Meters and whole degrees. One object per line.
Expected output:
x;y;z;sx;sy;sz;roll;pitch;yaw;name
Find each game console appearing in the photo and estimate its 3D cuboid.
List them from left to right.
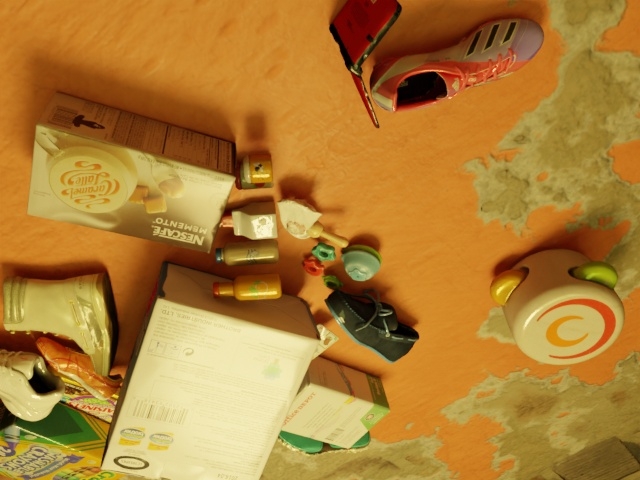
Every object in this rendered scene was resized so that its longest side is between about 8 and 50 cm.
0.065;-0.231;0.660;0.085;0.144;0.124;27;120;-28;game console

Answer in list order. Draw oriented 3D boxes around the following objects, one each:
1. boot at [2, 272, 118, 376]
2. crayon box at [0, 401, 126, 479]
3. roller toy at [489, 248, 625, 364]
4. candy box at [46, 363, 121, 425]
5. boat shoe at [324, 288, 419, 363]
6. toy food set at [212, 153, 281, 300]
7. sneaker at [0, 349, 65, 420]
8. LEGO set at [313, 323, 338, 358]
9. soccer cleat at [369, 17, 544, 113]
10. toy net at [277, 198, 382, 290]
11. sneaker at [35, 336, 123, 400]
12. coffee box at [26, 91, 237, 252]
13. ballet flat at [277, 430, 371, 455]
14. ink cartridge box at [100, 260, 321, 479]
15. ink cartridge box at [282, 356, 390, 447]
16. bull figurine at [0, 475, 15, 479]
-0.437;0.146;0.923;0.165;0.077;0.213;0;123;-11;boot
-0.529;0.434;1.117;0.203;0.083;0.323;-30;130;23;crayon box
0.437;0.119;1.007;0.209;0.146;0.191;-20;120;14;roller toy
-0.466;0.316;1.087;0.205;0.027;0.105;30;122;-29;candy box
0.100;0.143;1.014;0.089;0.109;0.258;-38;142;12;boat shoe
-0.118;-0.025;0.817;0.104;0.111;0.232;-4;123;-4;toy food set
-0.546;0.218;0.943;0.115;0.090;0.232;-37;121;24;sneaker
-0.112;0.198;1.057;0.182;0.060;0.244;39;112;-20;LEGO set
0.185;-0.223;0.713;0.247;0.095;0.083;-16;130;-3;soccer cleat
0.000;0.000;0.907;0.122;0.045;0.232;-14;133;38;toy net
-0.445;0.225;1.006;0.175;0.064;0.067;46;73;-28;sneaker
-0.253;-0.088;0.750;0.246;0.098;0.141;14;125;-20;coffee box
-0.001;0.454;1.248;0.240;0.091;0.077;13;148;-15;ballet flat
-0.202;0.267;0.936;0.269;0.151;0.396;18;105;-16;ink cartridge box
0.013;0.340;1.147;0.212;0.093;0.154;24;120;-28;ink cartridge box
-0.774;0.556;1.182;0.310;0.101;0.189;-6;133;-2;bull figurine
